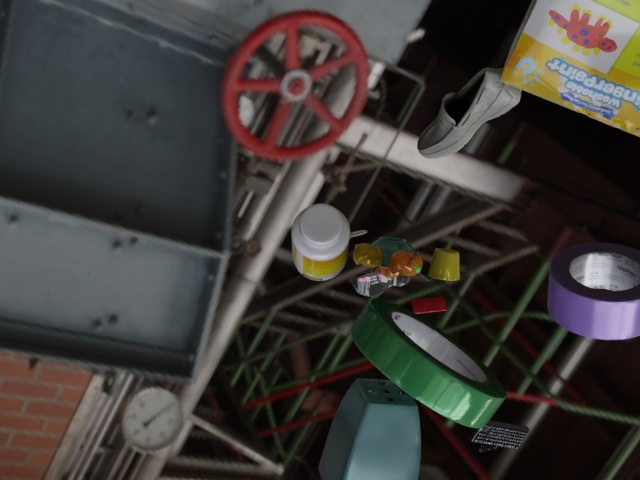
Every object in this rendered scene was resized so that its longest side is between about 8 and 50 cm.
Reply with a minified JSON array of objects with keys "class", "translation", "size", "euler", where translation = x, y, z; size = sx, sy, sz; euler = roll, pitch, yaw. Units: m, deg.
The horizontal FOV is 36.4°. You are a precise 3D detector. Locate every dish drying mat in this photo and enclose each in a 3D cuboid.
[{"class":"dish drying mat","translation":[0.241,0.145,2.170],"size":[0.083,0.008,0.032],"euler":[-4,-111,-22]}]

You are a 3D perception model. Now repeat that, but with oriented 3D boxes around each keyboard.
[{"class":"keyboard","translation":[0.477,0.535,2.625],"size":[0.180,0.108,0.023],"euler":[17,-152,-34]}]

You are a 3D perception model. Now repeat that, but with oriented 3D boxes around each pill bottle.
[{"class":"pill bottle","translation":[0.000,0.000,1.972],"size":[0.117,0.117,0.215],"euler":[31,164,9]}]

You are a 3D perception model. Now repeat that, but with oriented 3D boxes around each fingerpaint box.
[{"class":"fingerpaint box","translation":[0.631,-0.410,1.895],"size":[0.445,0.371,0.163],"euler":[22,-139,3]}]

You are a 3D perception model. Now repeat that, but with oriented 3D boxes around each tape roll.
[{"class":"tape roll","translation":[0.210,0.235,1.901],"size":[0.321,0.077,0.321],"euler":[34,-170,-7]},{"class":"tape roll","translation":[0.486,0.084,1.669],"size":[0.189,0.080,0.189],"euler":[-3,-150,2]}]

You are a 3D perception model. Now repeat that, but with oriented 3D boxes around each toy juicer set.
[{"class":"toy juicer set","translation":[0.130,0.041,2.149],"size":[0.209,0.089,0.329],"euler":[-3,-167,-43]}]

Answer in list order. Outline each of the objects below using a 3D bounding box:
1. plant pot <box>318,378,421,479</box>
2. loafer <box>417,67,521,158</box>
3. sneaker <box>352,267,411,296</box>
[{"class":"plant pot","translation":[0.109,0.407,1.971],"size":[0.166,0.234,0.165],"euler":[5,-161,-15]},{"class":"loafer","translation":[0.308,-0.285,2.161],"size":[0.111,0.319,0.112],"euler":[20,-126,-25]},{"class":"sneaker","translation":[0.151,0.093,2.543],"size":[0.178,0.072,0.077],"euler":[-8,-148,-34]}]
